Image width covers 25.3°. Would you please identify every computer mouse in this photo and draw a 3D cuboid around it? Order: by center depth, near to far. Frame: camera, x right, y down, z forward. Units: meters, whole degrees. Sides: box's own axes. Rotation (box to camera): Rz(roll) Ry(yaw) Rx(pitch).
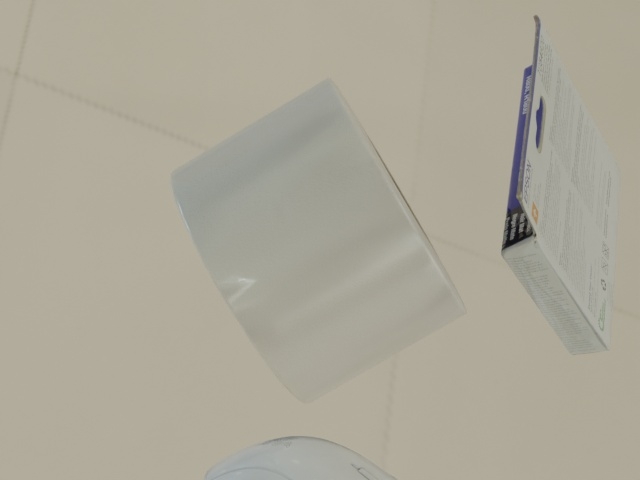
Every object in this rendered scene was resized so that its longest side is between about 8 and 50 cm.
[{"bbox_3d":[0.032,0.134,0.664,0.106,0.193,0.042,-23,132,-60],"label":"computer mouse"}]

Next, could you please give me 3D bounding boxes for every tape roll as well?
[{"bbox_3d":[0.000,0.000,1.274,0.169,0.246,0.246,-30,95,5],"label":"tape roll"}]

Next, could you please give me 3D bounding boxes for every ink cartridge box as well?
[{"bbox_3d":[0.208,-0.048,1.278,0.224,0.045,0.223,53,37,-40],"label":"ink cartridge box"}]
